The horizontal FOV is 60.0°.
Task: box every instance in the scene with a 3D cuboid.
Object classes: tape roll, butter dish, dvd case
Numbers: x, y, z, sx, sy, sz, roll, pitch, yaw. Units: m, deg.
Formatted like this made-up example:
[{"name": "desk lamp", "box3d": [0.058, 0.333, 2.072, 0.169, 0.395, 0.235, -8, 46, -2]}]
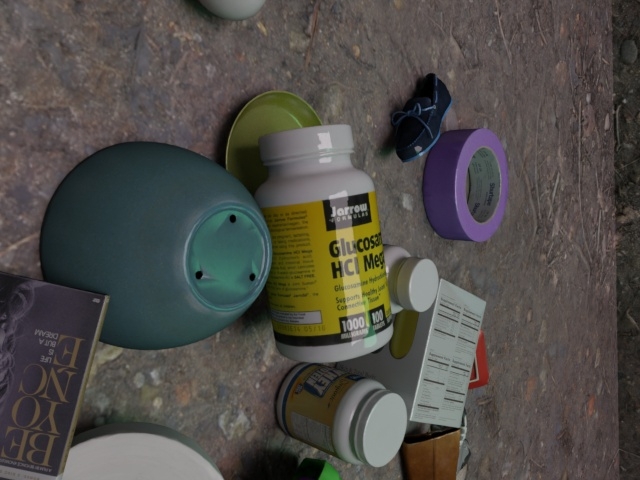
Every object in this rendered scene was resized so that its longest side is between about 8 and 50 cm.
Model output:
[{"name": "tape roll", "box3d": [0.364, -0.136, 1.369, 0.275, 0.090, 0.274, -7, 100, -46]}, {"name": "tape roll", "box3d": [-0.240, 0.370, 0.665, 0.286, 0.100, 0.286, 3, 80, -17]}, {"name": "butter dish", "box3d": [0.309, 0.277, 1.343, 0.160, 0.118, 0.160, -12, 105, -3]}, {"name": "dvd case", "box3d": [-0.342, 0.151, 0.609, 0.018, 0.164, 0.221, 115, -13, -83]}]

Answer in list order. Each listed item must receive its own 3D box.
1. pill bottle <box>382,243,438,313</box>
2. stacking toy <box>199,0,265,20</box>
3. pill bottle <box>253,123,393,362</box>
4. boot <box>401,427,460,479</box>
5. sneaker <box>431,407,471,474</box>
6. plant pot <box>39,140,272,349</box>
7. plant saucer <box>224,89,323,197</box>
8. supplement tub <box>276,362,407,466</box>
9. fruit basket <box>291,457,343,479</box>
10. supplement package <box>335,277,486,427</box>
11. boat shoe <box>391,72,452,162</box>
[{"name": "pill bottle", "box3d": [0.094, 0.065, 1.000, 0.124, 0.221, 0.124, -6, 98, -47]}, {"name": "stacking toy", "box3d": [-0.185, -0.471, 0.649, 0.350, 0.351, 0.480, -65, 152, -20]}, {"name": "pill bottle", "box3d": [0.000, 0.000, 0.848, 0.188, 0.188, 0.334, -16, 100, -45]}, {"name": "boot", "box3d": [0.324, 0.579, 1.345, 0.264, 0.096, 0.280, -4, 98, -4]}, {"name": "sneaker", "box3d": [0.347, 0.511, 1.435, 0.132, 0.086, 0.228, -3, 107, -52]}, {"name": "plant pot", "box3d": [-0.177, 0.013, 0.723, 0.290, 0.195, 0.290, -6, 99, -47]}, {"name": "plant saucer", "box3d": [-0.073, -0.128, 0.935, 0.241, 0.037, 0.241, -7, 99, -48]}, {"name": "supplement tub", "box3d": [0.036, 0.304, 0.979, 0.144, 0.200, 0.144, -6, 99, -47]}, {"name": "fruit basket", "box3d": [-0.106, 0.505, 0.864, 0.392, 0.283, 0.392, 4, 69, -10]}, {"name": "supplement package", "box3d": [0.180, 0.214, 1.125, 0.198, 0.199, 0.262, 25, 76, -45]}, {"name": "boat shoe", "box3d": [0.206, -0.268, 1.193, 0.089, 0.109, 0.258, 54, 40, -28]}]
